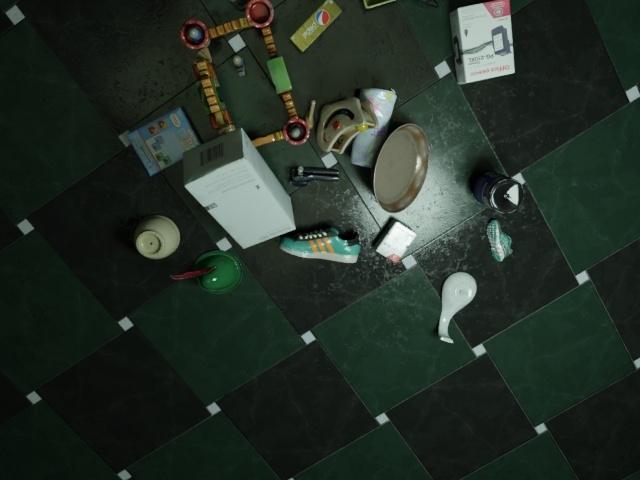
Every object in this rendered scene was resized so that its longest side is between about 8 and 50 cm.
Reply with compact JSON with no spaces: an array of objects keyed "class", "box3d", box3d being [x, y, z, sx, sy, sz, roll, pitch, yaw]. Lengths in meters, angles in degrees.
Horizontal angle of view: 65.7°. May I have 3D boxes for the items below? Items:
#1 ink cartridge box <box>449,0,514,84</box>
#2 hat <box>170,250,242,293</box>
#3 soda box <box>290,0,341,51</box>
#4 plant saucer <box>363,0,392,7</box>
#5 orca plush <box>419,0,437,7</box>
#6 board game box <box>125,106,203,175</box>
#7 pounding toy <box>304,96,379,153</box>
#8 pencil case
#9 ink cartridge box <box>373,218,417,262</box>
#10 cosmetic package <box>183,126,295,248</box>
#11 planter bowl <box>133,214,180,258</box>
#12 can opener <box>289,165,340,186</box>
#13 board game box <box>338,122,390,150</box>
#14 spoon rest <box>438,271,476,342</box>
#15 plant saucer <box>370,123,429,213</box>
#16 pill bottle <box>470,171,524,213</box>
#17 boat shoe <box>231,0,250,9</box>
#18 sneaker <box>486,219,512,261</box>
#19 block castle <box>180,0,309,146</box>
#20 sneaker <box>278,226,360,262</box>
[{"class":"ink cartridge box","box3d":[0.539,-0.658,1.652,0.172,0.100,0.237,-12,106,0]},{"class":"hat","box3d":[-0.393,0.146,1.783,0.209,0.183,0.173,-14,107,0]},{"class":"soda box","box3d":[-0.017,-0.704,1.626,0.181,0.058,0.061,-44,104,9]},{"class":"plant saucer","box3d":[0.210,-0.868,1.599,0.188,0.045,0.188,-16,106,1]},{"class":"orca plush","box3d":[0.418,-0.890,1.580,0.102,0.151,0.287,6,105,-38]},{"class":"board game box","box3d":[-0.533,-0.341,1.709,0.212,0.039,0.160,-26,106,5]},{"class":"pounding toy","box3d":[0.041,-0.373,1.617,0.155,0.270,0.154,-1,88,-44]},{"class":"pencil case","box3d":[0.177,-0.379,1.674,0.124,0.113,0.273,10,105,11]},{"class":"ink cartridge box","box3d":[0.279,0.001,1.850,0.099,0.056,0.135,32,102,-12]},{"class":"cosmetic package","box3d":[-0.254,-0.156,1.615,0.217,0.156,0.385,-22,142,12]},{"class":"planter bowl","box3d":[-0.594,-0.001,1.768,0.162,0.109,0.162,-1,106,-4]},{"class":"can opener","box3d":[-0.021,-0.234,1.772,0.186,0.073,0.059,-4,68,-5]},{"class":"board game box","box3d":[0.134,-0.415,1.736,0.186,0.026,0.126,-30,106,5]},{"class":"spoon rest","box3d":[0.521,0.256,1.940,0.137,0.084,0.276,19,91,-10]},{"class":"plant saucer","box3d":[0.267,-0.248,1.705,0.311,0.050,0.310,-24,125,-40]},{"class":"pill bottle","box3d":[0.609,-0.175,1.735,0.123,0.219,0.122,-1,107,-4]},{"class":"boat shoe","box3d":[-0.206,-0.828,1.589,0.206,0.075,0.065,-43,147,3]},{"class":"sneaker","box3d":[0.684,-0.008,1.880,0.076,0.065,0.166,-22,110,-14]},{"class":"block castle","box3d":[-0.238,-0.501,1.591,0.303,0.213,0.453,-17,107,2]},{"class":"sneaker","box3d":[0.000,0.000,1.812,0.302,0.108,0.121,7,105,-14]}]
